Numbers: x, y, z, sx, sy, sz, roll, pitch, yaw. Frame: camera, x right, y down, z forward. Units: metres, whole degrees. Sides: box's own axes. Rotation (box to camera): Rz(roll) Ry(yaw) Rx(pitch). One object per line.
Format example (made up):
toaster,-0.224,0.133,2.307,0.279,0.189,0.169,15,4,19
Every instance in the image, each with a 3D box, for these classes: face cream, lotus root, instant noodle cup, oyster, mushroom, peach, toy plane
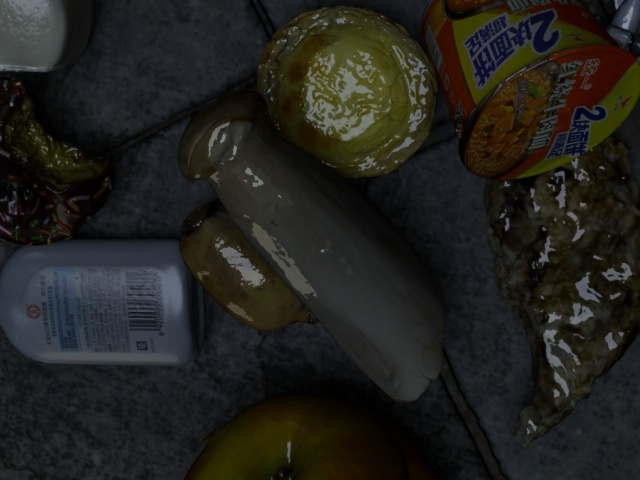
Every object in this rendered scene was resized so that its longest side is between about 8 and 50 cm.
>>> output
face cream,-0.315,0.077,1.698,0.336,0.080,0.163,0,105,10
lotus root,-0.069,0.037,1.627,0.221,0.118,0.125,39,98,-7
instant noodle cup,0.211,-0.194,1.463,0.213,0.213,0.174,-33,58,15
oyster,0.301,0.040,1.579,0.204,0.111,0.396,-7,99,8
mushroom,0.006,-0.004,1.541,0.137,0.154,0.407,-17,121,45
peach,-0.005,0.368,1.605,0.369,0.370,0.370,2,105,9
toy plane,0.327,-0.210,1.531,0.162,0.065,0.171,25,102,14

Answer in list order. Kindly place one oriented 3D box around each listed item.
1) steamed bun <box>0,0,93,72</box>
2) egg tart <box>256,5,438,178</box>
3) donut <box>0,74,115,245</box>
steamed bun,-0.393,-0.287,1.581,0.241,0.146,0.164,7,108,7
egg tart,0.029,-0.172,1.573,0.212,0.090,0.213,2,107,8
donut,-0.370,-0.083,1.612,0.216,0.096,0.230,-11,132,31
